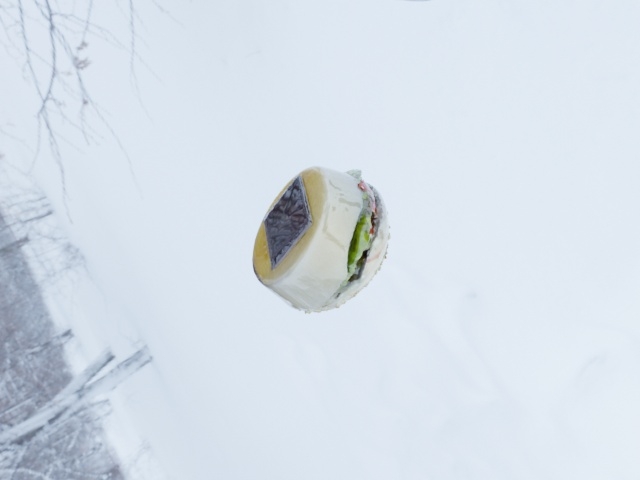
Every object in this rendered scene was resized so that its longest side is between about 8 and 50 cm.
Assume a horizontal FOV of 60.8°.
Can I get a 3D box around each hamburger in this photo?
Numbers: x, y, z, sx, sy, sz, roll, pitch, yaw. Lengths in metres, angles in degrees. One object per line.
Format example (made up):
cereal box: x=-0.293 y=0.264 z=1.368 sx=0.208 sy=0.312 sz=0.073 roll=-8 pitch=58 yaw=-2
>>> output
hamburger: x=0.000 y=0.000 z=1.057 sx=0.170 sy=0.301 sz=0.302 roll=27 pitch=166 yaw=-29
